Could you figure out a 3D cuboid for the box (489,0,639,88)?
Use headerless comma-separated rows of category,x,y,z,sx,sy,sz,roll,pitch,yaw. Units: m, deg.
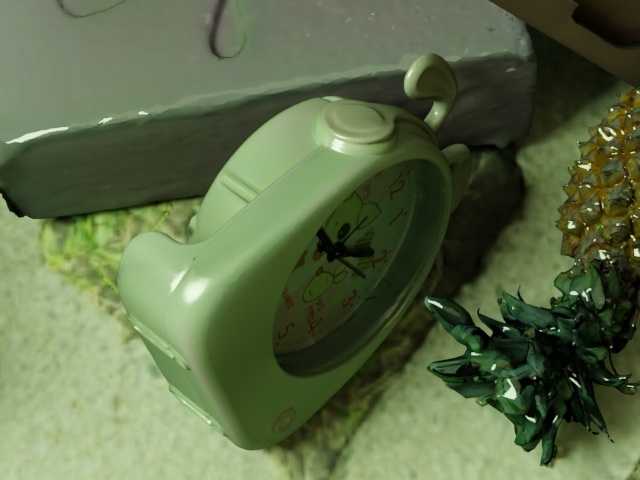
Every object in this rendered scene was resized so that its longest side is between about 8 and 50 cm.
box,0.134,-0.200,0.698,0.086,0.215,0.215,-28,59,36

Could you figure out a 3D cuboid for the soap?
soap,-0.049,-0.174,0.770,0.285,0.107,0.296,-12,64,3

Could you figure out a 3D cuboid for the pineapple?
pineapple,0.138,0.000,0.676,0.083,0.103,0.221,16,65,50

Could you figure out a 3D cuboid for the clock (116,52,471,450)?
clock,0.000,0.000,0.662,0.062,0.151,0.191,35,70,29
